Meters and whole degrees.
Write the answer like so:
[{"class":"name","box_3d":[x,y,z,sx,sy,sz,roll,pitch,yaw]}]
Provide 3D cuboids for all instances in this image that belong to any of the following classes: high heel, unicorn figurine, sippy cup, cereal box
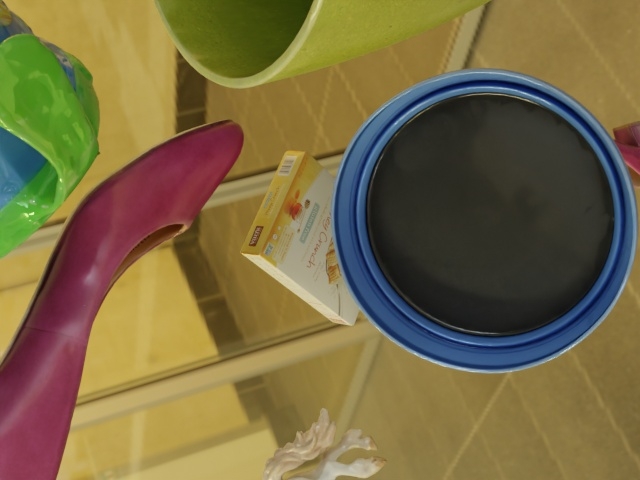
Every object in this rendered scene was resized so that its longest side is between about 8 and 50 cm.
[{"class":"high heel","box_3d":[0.439,-0.109,1.657,0.082,0.244,0.117,-16,91,53]},{"class":"unicorn figurine","box_3d":[0.016,0.207,0.725,0.162,0.111,0.060,55,176,20]},{"class":"sippy cup","box_3d":[-0.310,-0.119,0.739,0.224,0.306,0.240,59,-162,-47]},{"class":"cereal box","box_3d":[0.000,0.000,1.569,0.047,0.173,0.240,6,157,42]},{"class":"high heel","box_3d":[-0.167,0.067,0.869,0.181,0.377,0.127,47,169,3]}]

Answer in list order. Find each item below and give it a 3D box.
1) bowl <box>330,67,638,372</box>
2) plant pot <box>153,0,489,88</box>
[{"class":"bowl","box_3d":[0.208,-0.025,1.364,0.077,0.391,0.391,-30,-72,-68]},{"class":"plant pot","box_3d":[0.051,-0.264,0.798,0.275,0.294,0.274,21,116,52]}]
